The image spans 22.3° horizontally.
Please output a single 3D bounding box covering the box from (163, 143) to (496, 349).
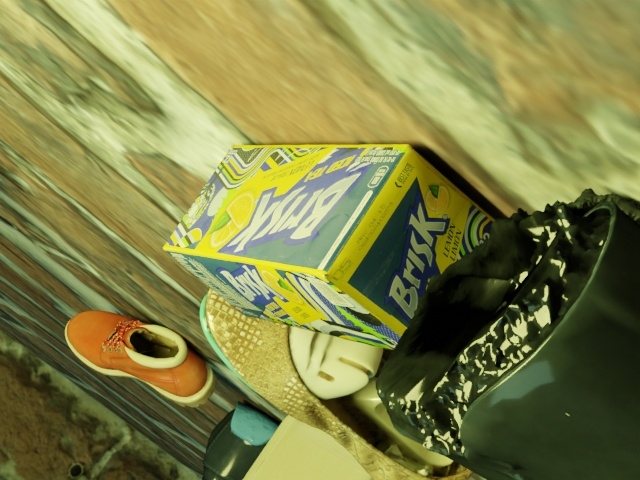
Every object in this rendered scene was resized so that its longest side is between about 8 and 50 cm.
[{"bbox_3d":[0.000,0.000,0.633,0.054,0.059,0.169,38,167,-22],"label":"box"}]

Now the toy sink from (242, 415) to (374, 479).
[{"bbox_3d":[-0.012,0.296,1.390,0.131,0.234,0.153,22,162,46],"label":"toy sink"}]

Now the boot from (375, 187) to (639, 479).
[{"bbox_3d":[0.115,0.078,0.538,0.207,0.094,0.246,32,161,-3],"label":"boot"}]

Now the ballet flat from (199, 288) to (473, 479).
[{"bbox_3d":[0.021,0.079,0.911,0.067,0.073,0.206,-16,138,38],"label":"ballet flat"}]

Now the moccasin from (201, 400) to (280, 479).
[{"bbox_3d":[-0.057,0.264,1.661,0.137,0.117,0.342,27,166,30],"label":"moccasin"}]

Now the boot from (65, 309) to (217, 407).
[{"bbox_3d":[-0.171,0.090,1.458,0.158,0.059,0.084,19,159,25],"label":"boot"}]
